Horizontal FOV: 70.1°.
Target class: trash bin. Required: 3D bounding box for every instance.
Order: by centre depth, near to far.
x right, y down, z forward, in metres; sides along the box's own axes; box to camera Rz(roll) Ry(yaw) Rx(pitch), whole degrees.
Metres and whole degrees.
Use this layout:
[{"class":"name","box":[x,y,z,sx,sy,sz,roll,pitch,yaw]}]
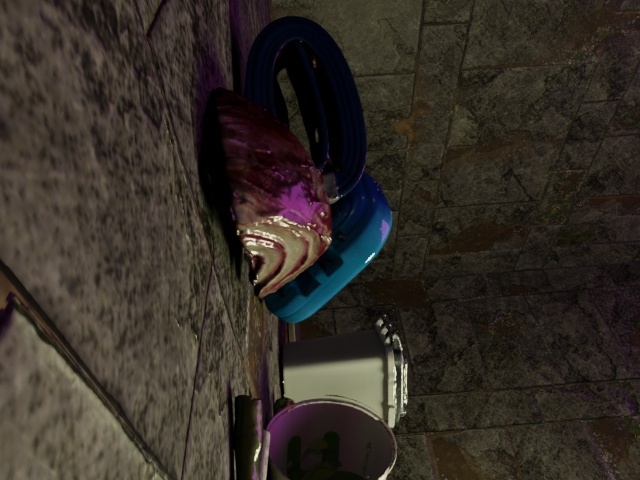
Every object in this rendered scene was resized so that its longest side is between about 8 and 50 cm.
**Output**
[{"class":"trash bin","box":[0.065,0.390,1.388,0.256,0.367,0.296,-105,-167,-76]}]

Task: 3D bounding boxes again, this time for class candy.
[{"class":"candy","box":[-0.085,0.472,1.076,0.060,0.060,0.201,104,-11,-86]}]

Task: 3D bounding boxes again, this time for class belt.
[{"class":"belt","box":[-0.036,-0.230,0.855,0.117,0.212,0.347,151,-72,-75]}]

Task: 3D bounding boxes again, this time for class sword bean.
[{"class":"sword bean","box":[-0.085,0.325,0.541,0.043,0.038,0.269,106,-18,-69]}]

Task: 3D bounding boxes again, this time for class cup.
[{"class":"cup","box":[0.012,0.496,0.904,0.253,0.253,0.274,-98,-169,-73]}]

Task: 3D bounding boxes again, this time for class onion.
[{"class":"onion","box":[-0.067,-0.087,0.658,0.314,0.146,0.280,79,2,-67]}]

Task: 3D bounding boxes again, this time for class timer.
[{"class":"timer","box":[0.000,0.000,1.001,0.115,0.340,0.309,38,21,-23]}]

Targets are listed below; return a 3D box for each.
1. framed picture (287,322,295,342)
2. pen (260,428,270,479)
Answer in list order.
[{"class":"framed picture","box":[-0.116,0.417,1.880,0.247,0.022,0.335,89,-4,-63]},{"class":"pen","box":[-0.092,0.359,0.670,0.204,0.025,0.025,-96,-178,-70]}]
